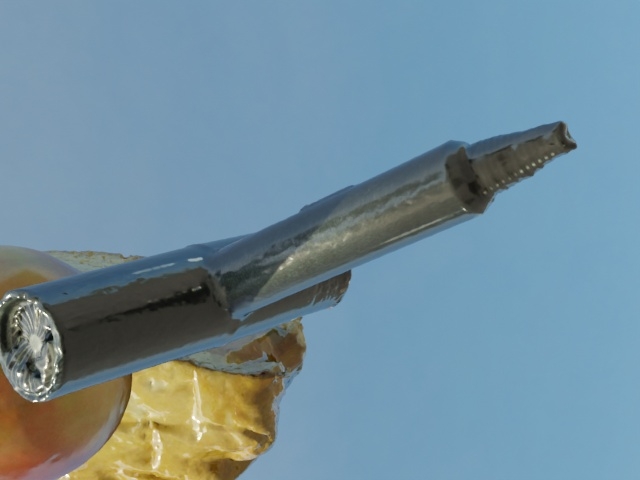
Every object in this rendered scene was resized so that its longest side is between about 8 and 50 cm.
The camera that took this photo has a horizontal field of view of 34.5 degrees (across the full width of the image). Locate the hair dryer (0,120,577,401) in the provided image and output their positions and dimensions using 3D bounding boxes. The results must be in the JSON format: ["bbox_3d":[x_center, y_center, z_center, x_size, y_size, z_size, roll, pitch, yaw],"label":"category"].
[{"bbox_3d":[-0.006,0.001,0.394,0.173,0.195,0.050,-17,-97,-48],"label":"hair dryer"}]

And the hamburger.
[{"bbox_3d":[-0.183,0.135,0.952,0.162,0.330,0.208,-61,-19,-64],"label":"hamburger"}]

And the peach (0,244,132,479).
[{"bbox_3d":[-0.225,0.091,0.741,0.184,0.184,0.184,-6,-81,-41],"label":"peach"}]
